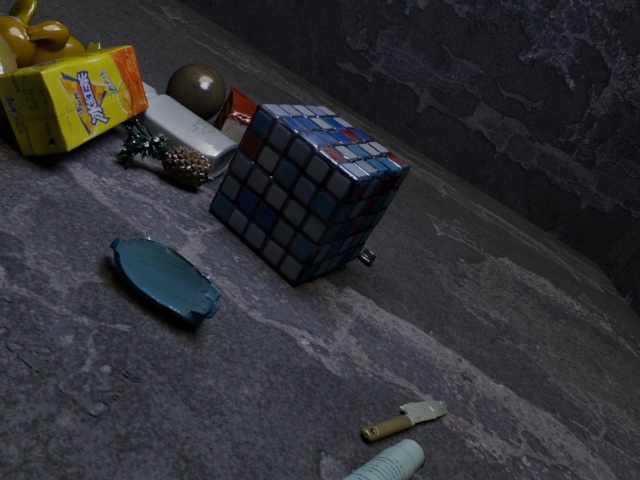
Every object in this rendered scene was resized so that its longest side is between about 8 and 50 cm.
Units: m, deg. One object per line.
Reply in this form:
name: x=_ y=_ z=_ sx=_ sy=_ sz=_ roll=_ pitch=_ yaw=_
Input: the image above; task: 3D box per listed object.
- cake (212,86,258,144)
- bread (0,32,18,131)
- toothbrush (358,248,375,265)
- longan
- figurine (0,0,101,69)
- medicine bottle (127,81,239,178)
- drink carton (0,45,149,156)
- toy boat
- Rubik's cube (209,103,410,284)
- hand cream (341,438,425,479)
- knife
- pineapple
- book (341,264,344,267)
cake: x=-0.261 y=-0.324 z=1.600 sx=0.159 sy=0.158 sz=0.262 roll=4 pitch=34 yaw=-51
bread: x=-0.673 y=-0.338 z=1.081 sx=0.260 sy=0.156 sz=0.158 roll=42 pitch=23 yaw=20
toothbrush: x=0.033 y=-0.033 z=1.568 sx=0.297 sy=0.030 sz=0.030 roll=40 pitch=-3 yaw=19
longan: x=-0.369 y=-0.417 z=1.644 sx=0.159 sy=0.204 sz=0.185 roll=58 pitch=46 yaw=-35
figurine: x=-0.633 y=-0.420 z=1.283 sx=0.228 sy=0.215 sz=0.215 roll=44 pitch=9 yaw=-45
medicine bottle: x=-0.361 y=-0.275 z=1.432 sx=0.296 sy=0.111 sz=0.161 roll=36 pitch=27 yaw=2
drink carton: x=-0.493 y=-0.301 z=1.183 sx=0.111 sy=0.155 sz=0.351 roll=-4 pitch=25 yaw=13
toy boat: x=-0.257 y=0.062 z=0.946 sx=0.215 sy=0.088 sz=0.102 roll=33 pitch=-12 yaw=2
Rubik's cube: x=-0.022 y=-0.116 z=1.304 sx=0.293 sy=0.292 sz=0.287 roll=38 pitch=27 yaw=19
hand cream: x=0.051 y=0.348 z=0.777 sx=0.085 sy=0.058 sz=0.331 roll=46 pitch=25 yaw=23
knife: x=0.163 y=0.318 z=1.041 sx=0.298 sy=0.017 sz=0.047 roll=5 pitch=29 yaw=-48
pineapple: x=-0.341 y=-0.179 z=1.291 sx=0.221 sy=0.103 sz=0.083 roll=25 pitch=13 yaw=-29
book: x=0.000 y=0.000 z=1.474 sx=0.172 sy=0.012 sz=0.118 roll=34 pitch=23 yaw=1
